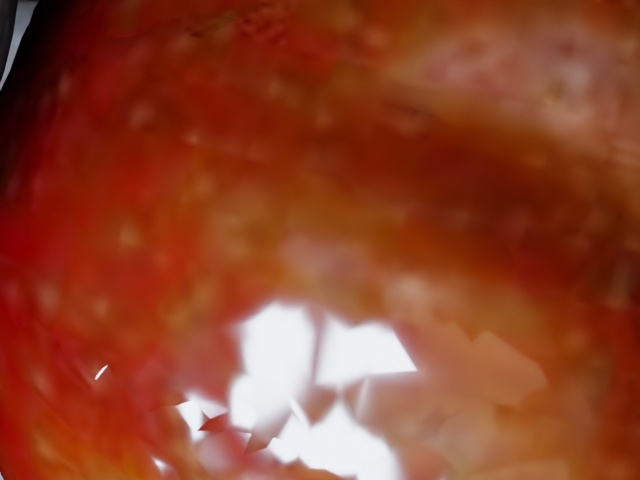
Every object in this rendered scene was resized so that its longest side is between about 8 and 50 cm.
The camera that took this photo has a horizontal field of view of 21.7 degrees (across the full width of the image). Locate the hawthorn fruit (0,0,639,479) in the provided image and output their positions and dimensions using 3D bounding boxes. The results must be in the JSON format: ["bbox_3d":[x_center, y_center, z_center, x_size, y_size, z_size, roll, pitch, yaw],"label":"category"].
[{"bbox_3d":[0.000,0.000,0.534,0.330,0.287,0.287,14,129,12],"label":"hawthorn fruit"}]

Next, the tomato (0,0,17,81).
[{"bbox_3d":[-0.233,-0.083,0.435,0.316,0.317,0.282,-36,130,26],"label":"tomato"}]
